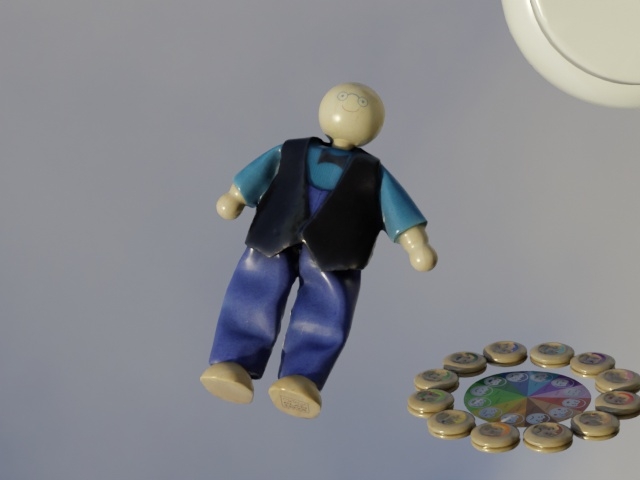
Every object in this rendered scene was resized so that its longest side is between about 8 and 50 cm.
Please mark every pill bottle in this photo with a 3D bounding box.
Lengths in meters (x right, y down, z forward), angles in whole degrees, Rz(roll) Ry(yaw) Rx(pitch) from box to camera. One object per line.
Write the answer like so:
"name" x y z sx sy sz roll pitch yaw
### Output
"pill bottle" 0.157 -0.132 0.761 0.229 0.131 0.131 -40 -38 -80

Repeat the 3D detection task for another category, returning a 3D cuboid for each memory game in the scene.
"memory game" 0.159 0.118 1.164 0.186 0.186 0.012 -22 -63 -41

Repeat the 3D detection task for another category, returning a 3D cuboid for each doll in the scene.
"doll" 0.000 0.000 0.814 0.046 0.129 0.189 70 -147 -64
